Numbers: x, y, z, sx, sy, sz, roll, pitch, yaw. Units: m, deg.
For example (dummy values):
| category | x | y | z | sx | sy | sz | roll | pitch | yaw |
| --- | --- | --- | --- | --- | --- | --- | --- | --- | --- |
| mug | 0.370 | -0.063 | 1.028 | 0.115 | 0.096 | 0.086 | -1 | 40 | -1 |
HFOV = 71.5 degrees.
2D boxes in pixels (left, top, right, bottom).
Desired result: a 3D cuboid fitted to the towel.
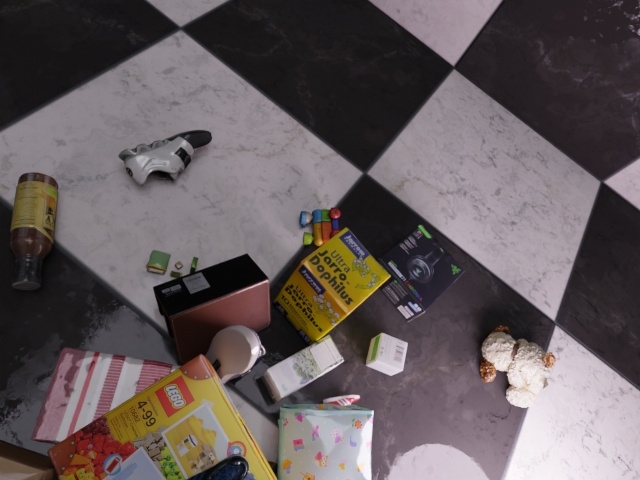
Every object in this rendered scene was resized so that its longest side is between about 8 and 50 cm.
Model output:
| category | x | y | z | sx | sy | sz | roll | pitch | yaw |
| --- | --- | --- | --- | --- | --- | --- | --- | --- | --- |
| towel | -0.556 | 0.430 | 1.197 | 0.328 | 0.037 | 0.237 | 14 | 58 | -15 |

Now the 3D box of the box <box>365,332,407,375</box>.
| category | x | y | z | sx | sy | sz | roll | pitch | yaw |
| --- | --- | --- | --- | --- | --- | --- | --- | --- | --- |
| box | 0.220 | 0.379 | 1.482 | 0.101 | 0.087 | 0.101 | 23 | 58 | -7 |

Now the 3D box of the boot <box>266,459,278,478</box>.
| category | x | y | z | sx | sy | sz | roll | pitch | yaw |
| --- | --- | --- | --- | --- | --- | --- | --- | --- | --- |
| boot | -0.220 | 0.718 | 1.155 | 0.115 | 0.112 | 0.306 | 13 | 60 | 22 |

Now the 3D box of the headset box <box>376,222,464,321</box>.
| category | x | y | z | sx | sy | sz | roll | pitch | yaw |
| --- | --- | --- | --- | --- | --- | --- | --- | --- | --- |
| headset box | 0.356 | 0.110 | 1.647 | 0.283 | 0.131 | 0.246 | -34 | 80 | -32 |

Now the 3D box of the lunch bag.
| category | x | y | z | sx | sy | sz | roll | pitch | yaw |
| --- | --- | --- | --- | --- | --- | --- | --- | --- | --- |
| lunch bag | 0.003 | 0.573 | 1.237 | 0.262 | 0.160 | 0.224 | 7 | 76 | -20 |

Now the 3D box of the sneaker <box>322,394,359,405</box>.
| category | x | y | z | sx | sy | sz | roll | pitch | yaw |
| --- | --- | --- | --- | --- | --- | --- | --- | --- | --- |
| sneaker | 0.070 | 0.518 | 1.380 | 0.118 | 0.042 | 0.067 | -5 | 62 | -14 |

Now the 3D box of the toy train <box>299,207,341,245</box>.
| category | x | y | z | sx | sy | sz | roll | pitch | yaw |
| --- | --- | --- | --- | --- | --- | --- | --- | --- | --- |
| toy train | 0.000 | 0.000 | 1.595 | 0.143 | 0.105 | 0.248 | 1 | 63 | -8 |

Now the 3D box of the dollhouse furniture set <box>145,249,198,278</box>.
| category | x | y | z | sx | sy | sz | roll | pitch | yaw |
| --- | --- | --- | --- | --- | --- | --- | --- | --- | --- |
| dollhouse furniture set | -0.468 | 0.070 | 1.402 | 0.151 | 0.059 | 0.076 | 14 | 59 | -14 |

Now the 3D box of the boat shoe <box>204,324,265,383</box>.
| category | x | y | z | sx | sy | sz | roll | pitch | yaw |
| --- | --- | --- | --- | --- | --- | --- | --- | --- | --- |
| boat shoe | -0.213 | 0.297 | 1.225 | 0.158 | 0.340 | 0.127 | -23 | 77 | -42 |

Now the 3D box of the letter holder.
| category | x | y | z | sx | sy | sz | roll | pitch | yaw |
| --- | --- | --- | --- | --- | --- | --- | --- | --- | --- |
| letter holder | -0.317 | 0.207 | 1.351 | 0.301 | 0.215 | 0.152 | -20 | 41 | -27 |

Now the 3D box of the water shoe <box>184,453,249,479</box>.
| category | x | y | z | sx | sy | sz | roll | pitch | yaw |
| --- | --- | --- | --- | --- | --- | --- | --- | --- | --- |
| water shoe | -0.241 | 0.506 | 0.902 | 0.203 | 0.080 | 0.073 | -33 | 76 | -18 |

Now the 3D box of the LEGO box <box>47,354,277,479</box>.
| category | x | y | z | sx | sy | sz | roll | pitch | yaw |
| --- | --- | --- | --- | --- | --- | --- | --- | --- | --- |
| LEGO box | -0.302 | 0.586 | 1.013 | 0.372 | 0.193 | 0.500 | -31 | 75 | -17 |

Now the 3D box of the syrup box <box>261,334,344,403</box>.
| category | x | y | z | sx | sy | sz | roll | pitch | yaw |
| --- | --- | --- | --- | --- | --- | --- | --- | --- | --- |
| syrup box | -0.055 | 0.394 | 1.366 | 0.236 | 0.096 | 0.093 | -23 | 72 | -28 |

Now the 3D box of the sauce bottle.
| category | x | y | z | sx | sy | sz | roll | pitch | yaw |
| --- | --- | --- | --- | --- | --- | --- | --- | --- | --- |
| sauce bottle | -0.833 | -0.027 | 1.288 | 0.111 | 0.111 | 0.345 | 0 | 66 | -20 |

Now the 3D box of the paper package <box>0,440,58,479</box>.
| category | x | y | z | sx | sy | sz | roll | pitch | yaw |
| --- | --- | --- | --- | --- | --- | --- | --- | --- | --- |
| paper package | -0.743 | 0.506 | 0.923 | 0.324 | 0.309 | 0.168 | 25 | 61 | -8 |

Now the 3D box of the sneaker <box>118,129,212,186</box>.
| category | x | y | z | sx | sy | sz | roll | pitch | yaw |
| --- | --- | --- | --- | --- | --- | --- | --- | --- | --- |
| sneaker | -0.510 | -0.282 | 1.550 | 0.330 | 0.122 | 0.146 | -30 | 95 | -31 |

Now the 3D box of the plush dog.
| category | x | y | z | sx | sy | sz | roll | pitch | yaw |
| --- | --- | --- | --- | --- | --- | --- | --- | --- | --- |
| plush dog | 0.691 | 0.423 | 1.594 | 0.225 | 0.211 | 0.263 | 21 | 56 | 18 |

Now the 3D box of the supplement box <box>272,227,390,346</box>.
| category | x | y | z | sx | sy | sz | roll | pitch | yaw |
| --- | --- | --- | --- | --- | --- | --- | --- | --- | --- |
| supplement box | 0.019 | 0.154 | 1.364 | 0.195 | 0.357 | 0.194 | -37 | 80 | -32 |
